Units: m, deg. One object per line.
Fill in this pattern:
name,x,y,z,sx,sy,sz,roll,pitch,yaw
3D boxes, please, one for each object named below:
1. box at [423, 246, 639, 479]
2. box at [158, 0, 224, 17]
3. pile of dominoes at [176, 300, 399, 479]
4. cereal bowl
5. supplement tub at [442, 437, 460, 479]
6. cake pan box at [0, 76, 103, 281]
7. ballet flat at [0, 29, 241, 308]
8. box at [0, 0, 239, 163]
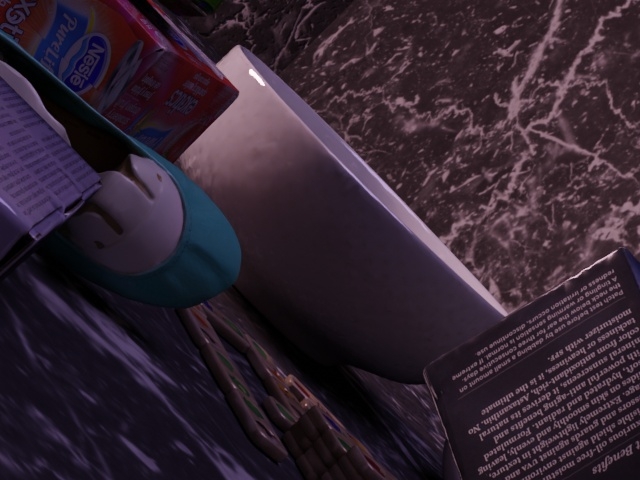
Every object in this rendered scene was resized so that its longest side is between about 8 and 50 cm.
box,0.249,0.217,1.344,0.296,0.183,0.294,41,23,-41
box,-0.109,-0.343,1.284,0.290,0.279,0.177,40,-2,-13
pile of dominoes,-0.002,0.114,1.287,0.196,0.040,0.251,43,6,-33
cereal bowl,0.000,0.000,1.647,0.339,0.141,0.339,46,4,-5
supplement tub,0.188,0.190,1.655,0.144,0.144,0.199,47,4,16
cake pan box,-0.216,-0.080,0.895,0.246,0.070,0.267,43,5,-6
ballet flat,-0.142,-0.040,1.078,0.247,0.083,0.087,38,-6,-15
box,-0.159,-0.115,1.331,0.128,0.122,0.257,45,4,7
